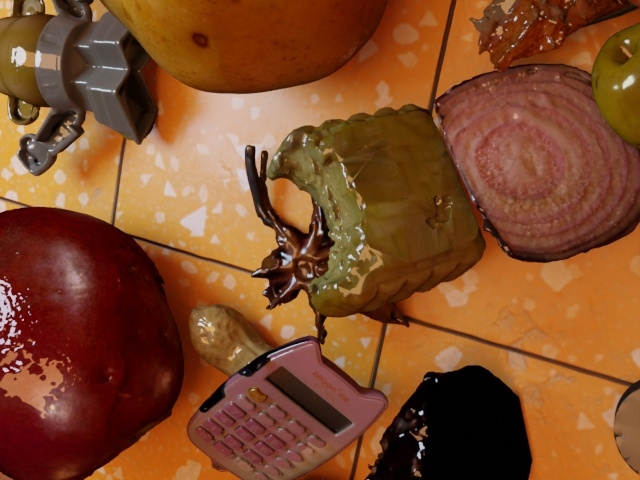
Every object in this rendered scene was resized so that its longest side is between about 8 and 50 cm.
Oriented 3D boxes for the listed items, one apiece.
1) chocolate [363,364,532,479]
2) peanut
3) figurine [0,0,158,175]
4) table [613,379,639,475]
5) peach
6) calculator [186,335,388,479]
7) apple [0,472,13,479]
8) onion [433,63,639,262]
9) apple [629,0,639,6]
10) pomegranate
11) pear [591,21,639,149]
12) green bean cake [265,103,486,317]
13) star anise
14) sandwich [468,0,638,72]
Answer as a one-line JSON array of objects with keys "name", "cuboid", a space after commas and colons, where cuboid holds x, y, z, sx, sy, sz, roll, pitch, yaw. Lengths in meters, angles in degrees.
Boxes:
[{"name": "chocolate", "cuboid": [0.139, 0.273, 1.055, 0.177, 0.224, 0.207, -11, 91, 47]}, {"name": "peanut", "cuboid": [-0.107, 0.181, 1.180, 0.229, 0.098, 0.103, 39, 139, 13]}, {"name": "figurine", "cuboid": [-0.404, -0.279, 1.232, 0.284, 0.167, 0.343, 7, 77, 14]}, {"name": "table", "cuboid": [0.438, 0.238, 0.986, 0.133, 0.043, 0.134, 2, 95, 23]}, {"name": "peach", "cuboid": [-0.396, 0.141, 1.188, 0.353, 0.339, 0.416, -38, 77, -17]}, {"name": "calculator", "cuboid": [-0.057, 0.250, 1.113, 0.194, 0.043, 0.294, 41, 117, -18]}, {"name": "apple", "cuboid": [-0.603, 0.474, 1.388, 0.235, 0.173, 0.210, 44, 114, 23]}, {"name": "onion", "cuboid": [0.277, -0.092, 0.992, 0.247, 0.111, 0.250, -18, 75, -13]}, {"name": "apple", "cuboid": [0.450, -0.375, 0.758, 0.363, 0.364, 0.364, 2, 96, 23]}, {"name": "pomegranate", "cuboid": [-0.096, -0.381, 0.990, 0.416, 0.416, 0.417, 2, 96, 23]}, {"name": "pear", "cuboid": [0.398, -0.177, 0.905, 0.162, 0.149, 0.149, 34, 110, -17]}, {"name": "green bean cake", "cuboid": [0.068, -0.042, 0.982, 0.232, 0.124, 0.236, -17, 76, -15]}, {"name": "star anise", "cuboid": [-0.004, -0.004, 1.106, 0.237, 0.148, 0.346, -42, 75, -2]}, {"name": "sandwich", "cuboid": [0.279, -0.288, 0.945, 0.184, 0.160, 0.109, -14, 107, 29]}]
